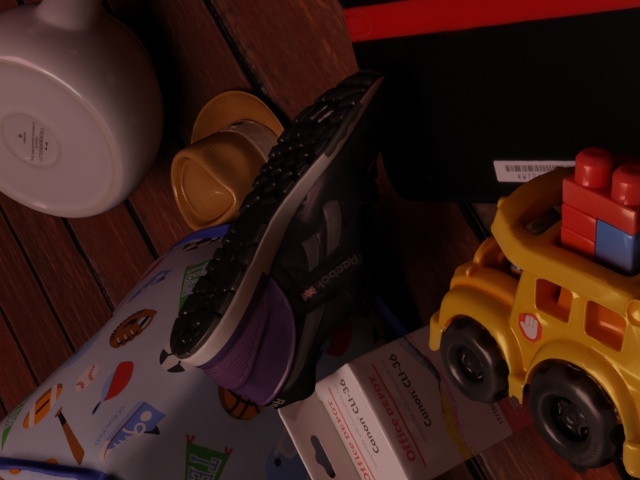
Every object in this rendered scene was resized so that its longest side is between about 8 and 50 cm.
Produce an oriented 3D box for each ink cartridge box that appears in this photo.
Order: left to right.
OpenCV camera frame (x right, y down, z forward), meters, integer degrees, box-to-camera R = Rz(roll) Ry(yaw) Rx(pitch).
[{"bbox_3d":[0.075,0.142,1.051,0.115,0.198,0.067,62,144,10],"label":"ink cartridge box"}]

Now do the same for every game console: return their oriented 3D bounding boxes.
[{"bbox_3d":[0.150,-0.189,0.925,0.386,0.060,0.342,5,116,52],"label":"game console"}]

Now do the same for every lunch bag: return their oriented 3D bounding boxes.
[{"bbox_3d":[-0.143,0.164,1.211,0.385,0.328,0.239,-6,127,50],"label":"lunch bag"}]

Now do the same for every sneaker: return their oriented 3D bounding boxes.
[{"bbox_3d":[0.000,0.000,1.026,0.124,0.283,0.107,35,170,-22],"label":"sneaker"}]

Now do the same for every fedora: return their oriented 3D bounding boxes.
[{"bbox_3d":[-0.093,-0.056,1.274,0.194,0.079,0.194,27,127,42],"label":"fedora"}]

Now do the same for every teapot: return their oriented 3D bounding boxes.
[{"bbox_3d":[-0.267,-0.158,1.372,0.256,0.187,0.252,-18,120,38],"label":"teapot"}]

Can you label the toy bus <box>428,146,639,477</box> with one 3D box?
[{"bbox_3d":[0.181,0.022,0.873,0.220,0.149,0.211,28,137,44],"label":"toy bus"}]
